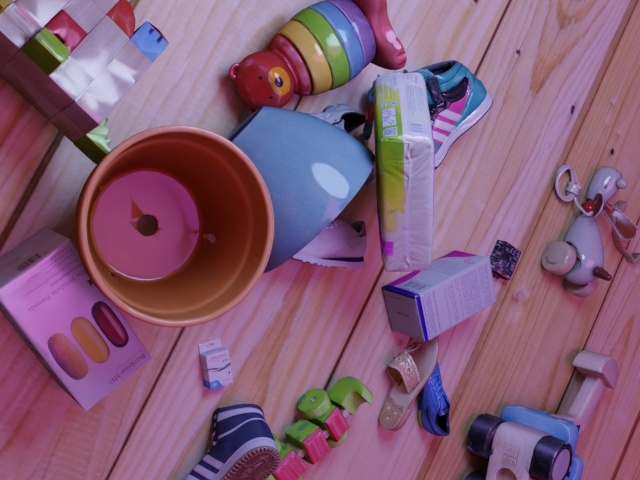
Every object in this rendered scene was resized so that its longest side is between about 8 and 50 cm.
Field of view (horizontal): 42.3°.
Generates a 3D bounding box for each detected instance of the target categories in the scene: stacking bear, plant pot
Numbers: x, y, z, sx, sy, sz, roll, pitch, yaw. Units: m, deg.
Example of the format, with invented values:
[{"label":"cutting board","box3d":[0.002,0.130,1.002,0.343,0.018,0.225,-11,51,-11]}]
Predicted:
[{"label":"stacking bear","box3d":[-0.021,-0.328,1.478,0.289,0.164,0.175,-32,118,-14]},{"label":"plant pot","box3d":[-0.242,-0.024,1.271,0.290,0.203,0.291,-1,93,-27]},{"label":"plant pot","box3d":[-0.077,-0.114,1.418,0.195,0.290,0.290,45,72,-14]}]

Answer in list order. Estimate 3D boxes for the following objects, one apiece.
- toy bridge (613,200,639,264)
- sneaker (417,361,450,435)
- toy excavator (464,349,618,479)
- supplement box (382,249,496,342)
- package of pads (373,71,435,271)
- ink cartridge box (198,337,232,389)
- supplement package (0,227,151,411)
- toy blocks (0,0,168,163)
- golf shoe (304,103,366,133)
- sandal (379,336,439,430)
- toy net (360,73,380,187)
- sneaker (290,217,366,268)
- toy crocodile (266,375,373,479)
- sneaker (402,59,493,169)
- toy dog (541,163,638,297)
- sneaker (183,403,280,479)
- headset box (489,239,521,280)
[{"label":"toy bridge","box3d":[0.803,-0.016,2.186,0.063,0.026,0.188,-36,116,-23]},{"label":"sneaker","box3d":[0.255,0.334,1.831,0.069,0.082,0.209,-16,106,-30]},{"label":"toy excavator","box3d":[0.566,0.488,2.027,0.445,0.222,0.433,7,94,-49]},{"label":"supplement box","box3d":[0.258,0.115,1.775,0.220,0.111,0.114,-25,112,-29]},{"label":"package of pads","box3d":[0.150,-0.126,1.490,0.101,0.229,0.297,-2,131,3]},{"label":"ink cartridge box","box3d":[-0.194,0.228,1.529,0.048,0.028,0.083,-16,106,-32]},{"label":"supplement package","box3d":[-0.401,0.122,1.301,0.139,0.134,0.244,-40,118,-22]},{"label":"toy blocks","box3d":[-0.380,-0.343,1.219,0.381,0.190,0.261,46,54,-22]},{"label":"golf shoe","box3d":[0.006,-0.213,1.559,0.176,0.086,0.069,-30,116,-26]},{"label":"sandal","box3d":[0.174,0.289,1.761,0.079,0.088,0.240,23,90,-41]},{"label":"toy net","box3d":[0.103,-0.200,1.609,0.045,0.122,0.232,9,93,-4]},{"label":"sneaker","box3d":[0.000,0.000,1.588,0.235,0.090,0.095,3,100,-49]},{"label":"toy crocodile","box3d":[-0.033,0.401,1.626,0.340,0.105,0.115,-40,118,-23]},{"label":"sneaker","box3d":[0.209,-0.259,1.669,0.295,0.123,0.178,-47,118,-15]},{"label":"toy dog","box3d":[0.677,-0.019,2.014,0.220,0.161,0.334,6,95,-36]},{"label":"sneaker","box3d":[-0.199,0.418,1.531,0.282,0.153,0.099,-39,126,11]},{"label":"headset box","box3d":[0.426,0.050,1.929,0.062,0.032,0.083,29,82,-34]}]
